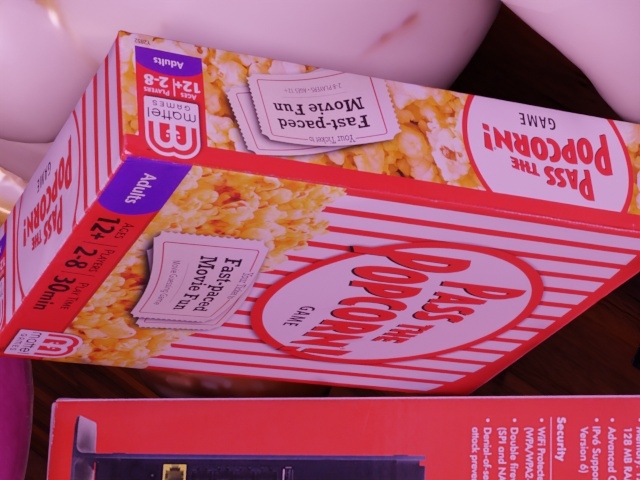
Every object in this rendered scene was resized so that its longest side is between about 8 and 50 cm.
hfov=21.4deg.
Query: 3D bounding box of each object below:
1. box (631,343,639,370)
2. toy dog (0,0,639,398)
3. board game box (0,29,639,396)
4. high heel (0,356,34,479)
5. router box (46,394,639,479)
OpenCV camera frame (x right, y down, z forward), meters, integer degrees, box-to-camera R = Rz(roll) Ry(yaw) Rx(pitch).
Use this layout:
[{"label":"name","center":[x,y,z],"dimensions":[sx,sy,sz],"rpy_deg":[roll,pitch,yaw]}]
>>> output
[{"label":"box","center":[0.246,0.080,0.892],"dimensions":[0.162,0.029,0.116],"rpy_deg":[34,161,15]},{"label":"toy dog","center":[-0.040,-0.094,0.734],"dimensions":[0.395,0.285,0.408],"rpy_deg":[13,155,12]},{"label":"board game box","center":[0.000,0.000,0.572],"dimensions":[0.193,0.045,0.147],"rpy_deg":[7,151,-24]},{"label":"high heel","center":[-0.258,0.005,0.792],"dimensions":[0.181,0.127,0.377],"rpy_deg":[21,-150,-45]},{"label":"router box","center":[0.083,0.130,0.775],"dimensions":[0.301,0.082,0.335],"rpy_deg":[-2,167,20]}]
